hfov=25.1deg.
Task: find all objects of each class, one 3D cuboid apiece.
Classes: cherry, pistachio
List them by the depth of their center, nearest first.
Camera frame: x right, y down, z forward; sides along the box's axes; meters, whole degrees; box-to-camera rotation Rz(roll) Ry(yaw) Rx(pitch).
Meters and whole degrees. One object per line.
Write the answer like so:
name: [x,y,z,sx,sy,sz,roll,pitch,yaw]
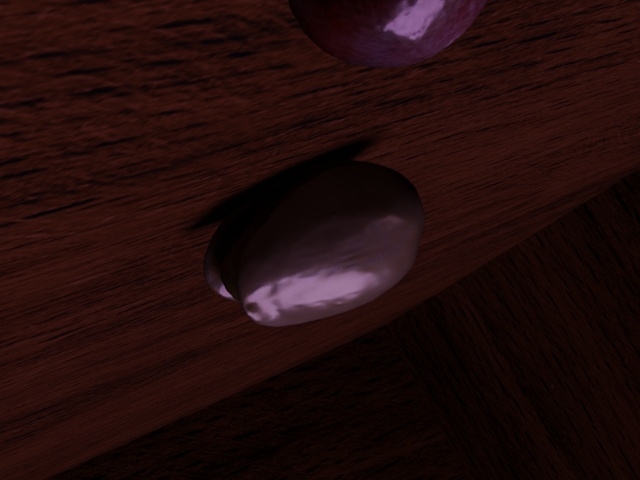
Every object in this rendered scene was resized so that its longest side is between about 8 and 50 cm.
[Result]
cherry: [0.023,-0.132,0.669,0.107,0.090,0.225,-29,173,16]
pistachio: [0.000,0.000,1.317,0.215,0.144,0.144,-21,170,-29]
